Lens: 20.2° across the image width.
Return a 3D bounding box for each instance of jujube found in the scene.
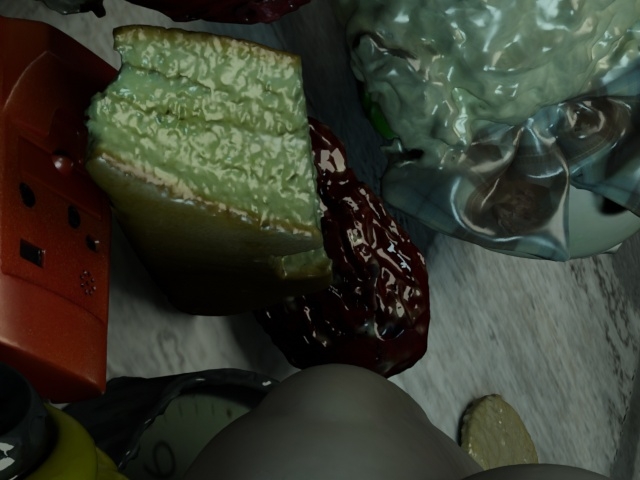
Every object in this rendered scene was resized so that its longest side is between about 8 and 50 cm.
[{"bbox_3d":[-0.002,0.001,0.971,0.104,0.104,0.166,-21,86,-62],"label":"jujube"}]

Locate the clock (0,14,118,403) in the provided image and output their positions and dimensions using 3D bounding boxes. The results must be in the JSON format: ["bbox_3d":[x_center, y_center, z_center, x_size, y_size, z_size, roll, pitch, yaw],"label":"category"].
[{"bbox_3d":[-0.126,-0.013,0.781,0.113,0.061,0.155,35,50,-55],"label":"clock"}]

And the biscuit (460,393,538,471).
[{"bbox_3d":[0.124,0.161,1.212,0.120,0.015,0.120,36,47,-50],"label":"biscuit"}]

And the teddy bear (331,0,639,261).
[{"bbox_3d":[0.049,-0.230,1.024,0.375,0.327,0.362,48,-25,46],"label":"teddy bear"}]

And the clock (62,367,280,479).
[{"bbox_3d":[-0.040,0.211,0.832,0.312,0.061,0.312,35,48,-51],"label":"clock"}]

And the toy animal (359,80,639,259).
[{"bbox_3d":[0.129,-0.119,1.169,0.212,0.212,0.267,35,54,-51],"label":"toy animal"}]

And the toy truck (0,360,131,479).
[{"bbox_3d":[-0.108,0.146,0.579,0.224,0.165,0.147,-55,155,-59],"label":"toy truck"}]

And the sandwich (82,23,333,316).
[{"bbox_3d":[-0.040,-0.028,0.823,0.244,0.088,0.090,69,20,-74],"label":"sandwich"}]

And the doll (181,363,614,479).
[{"bbox_3d":[0.053,0.151,0.720,0.251,0.221,0.221,-3,80,-76],"label":"doll"}]

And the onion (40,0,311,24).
[{"bbox_3d":[-0.086,-0.208,0.755,0.314,0.232,0.314,18,35,-13],"label":"onion"}]
